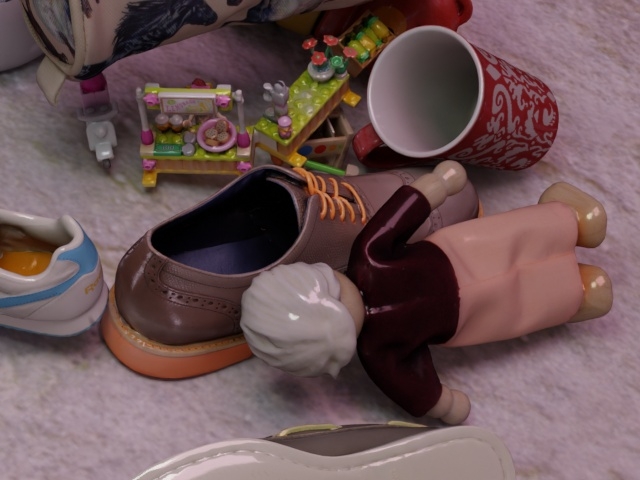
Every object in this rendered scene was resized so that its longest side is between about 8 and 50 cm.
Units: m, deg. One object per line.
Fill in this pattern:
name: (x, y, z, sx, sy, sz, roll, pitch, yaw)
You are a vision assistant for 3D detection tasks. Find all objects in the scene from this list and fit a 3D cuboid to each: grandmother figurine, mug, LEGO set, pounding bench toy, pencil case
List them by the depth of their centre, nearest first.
grandmother figurine: (0.085, 0.045, 1.422, 0.342, 0.104, 0.208, -8, 87, -37)
pencil case: (-0.056, -0.242, 1.458, 0.410, 0.183, 0.160, -16, 49, -29)
LEGO set: (-0.060, -0.130, 1.500, 0.287, 0.107, 0.132, -17, 56, -9)
pounding bench toy: (-0.009, -0.081, 1.570, 0.065, 0.052, 0.083, -8, 53, -24)
mug: (0.117, -0.117, 1.583, 0.169, 0.150, 0.113, 10, 82, -56)

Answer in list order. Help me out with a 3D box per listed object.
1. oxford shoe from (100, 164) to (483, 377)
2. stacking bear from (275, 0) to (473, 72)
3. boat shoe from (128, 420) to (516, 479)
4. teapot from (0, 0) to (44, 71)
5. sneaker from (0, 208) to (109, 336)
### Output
oxford shoe: (0.000, 0.000, 1.445, 0.363, 0.133, 0.130, -22, 60, -33)
stacking bear: (-0.001, -0.256, 1.664, 0.289, 0.175, 0.164, 35, 20, 0)
boat shoe: (-0.012, 0.189, 1.303, 0.305, 0.091, 0.109, -5, 89, -21)
teapot: (-0.310, -0.277, 1.550, 0.256, 0.187, 0.252, 41, 50, 17)
sneaker: (-0.277, 0.017, 1.348, 0.228, 0.092, 0.087, -1, 50, 2)
